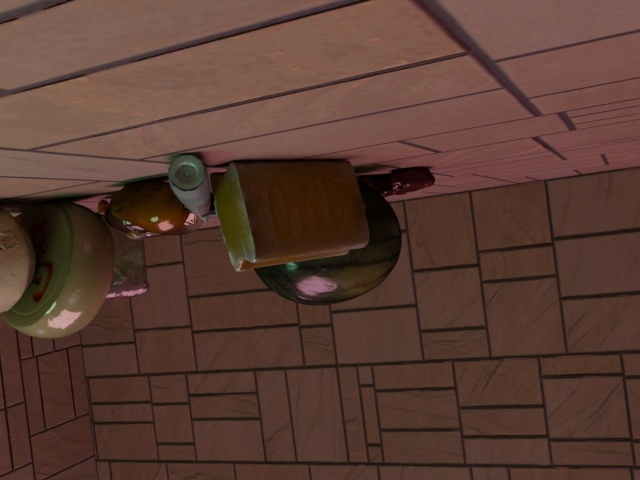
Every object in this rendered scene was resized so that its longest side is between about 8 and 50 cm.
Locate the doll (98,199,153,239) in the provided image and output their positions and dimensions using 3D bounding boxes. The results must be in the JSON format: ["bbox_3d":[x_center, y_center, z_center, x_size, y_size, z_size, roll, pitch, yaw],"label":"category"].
[{"bbox_3d":[-0.363,-0.053,1.420,0.145,0.096,0.188,1,-174,-25],"label":"doll"}]

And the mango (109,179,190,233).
[{"bbox_3d":[-0.293,-0.067,1.228,0.159,0.084,0.105,19,-152,31],"label":"mango"}]

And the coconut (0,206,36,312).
[{"bbox_3d":[-0.632,0.042,1.232,0.224,0.224,0.234,-7,180,28],"label":"coconut"}]

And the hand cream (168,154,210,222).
[{"bbox_3d":[-0.204,-0.080,1.121,0.058,0.085,0.331,-20,179,-10],"label":"hand cream"}]

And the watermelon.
[{"bbox_3d":[0.000,0.000,1.508,0.359,0.279,0.279,-7,180,-34],"label":"watermelon"}]

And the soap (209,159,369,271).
[{"bbox_3d":[-0.047,-0.051,1.209,0.274,0.174,0.089,-8,173,-44],"label":"soap"}]

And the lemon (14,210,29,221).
[{"bbox_3d":[-0.607,-0.009,1.515,0.114,0.114,0.155,-7,178,38],"label":"lemon"}]

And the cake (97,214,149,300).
[{"bbox_3d":[-0.584,0.050,1.910,0.230,0.237,0.309,-7,179,-18],"label":"cake"}]

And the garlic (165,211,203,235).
[{"bbox_3d":[-0.317,-0.062,1.553,0.198,0.091,0.128,-2,171,36],"label":"garlic"}]

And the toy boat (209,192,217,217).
[{"bbox_3d":[-0.235,-0.080,1.642,0.140,0.059,0.066,-5,163,8],"label":"toy boat"}]

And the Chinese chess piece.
[{"bbox_3d":[-0.514,0.055,1.364,0.273,0.273,0.102,-7,161,36],"label":"Chinese chess piece"}]

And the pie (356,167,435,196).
[{"bbox_3d":[0.168,-0.137,1.717,0.218,0.054,0.204,-9,179,15],"label":"pie"}]
